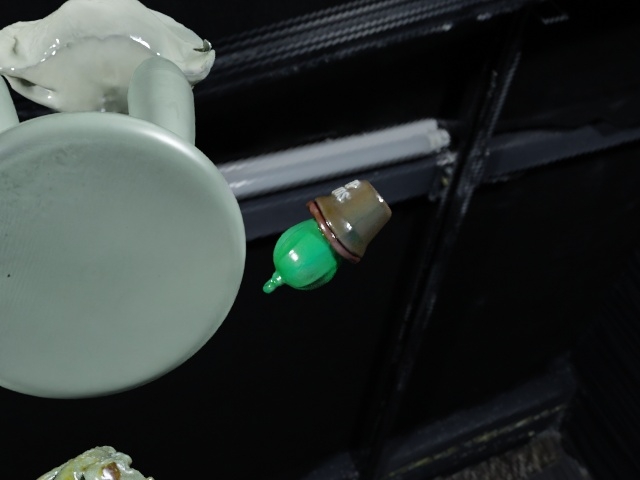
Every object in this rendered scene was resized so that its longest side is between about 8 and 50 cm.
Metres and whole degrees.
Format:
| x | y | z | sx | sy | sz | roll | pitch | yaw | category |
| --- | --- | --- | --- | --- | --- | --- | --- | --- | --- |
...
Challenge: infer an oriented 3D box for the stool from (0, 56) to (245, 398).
| x | y | z | sx | sy | sz | roll | pitch | yaw | category |
| --- | --- | --- | --- | --- | --- | --- | --- | --- | --- |
| -0.167 | -0.025 | 0.574 | 0.195 | 0.199 | 0.195 | -2 | -60 | -20 | stool |

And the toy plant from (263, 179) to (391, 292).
| x | y | z | sx | sy | sz | roll | pitch | yaw | category |
| --- | --- | --- | --- | --- | --- | --- | --- | --- | --- |
| 0.000 | 0.000 | 1.122 | 0.200 | 0.143 | 0.105 | -36 | -78 | 1 | toy plant |

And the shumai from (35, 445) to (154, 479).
| x | y | z | sx | sy | sz | roll | pitch | yaw | category |
| --- | --- | --- | --- | --- | --- | --- | --- | --- | --- |
| -0.242 | 0.316 | 0.883 | 0.184 | 0.142 | 0.184 | -42 | -23 | -22 | shumai |

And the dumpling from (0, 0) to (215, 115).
| x | y | z | sx | sy | sz | roll | pitch | yaw | category |
| --- | --- | --- | --- | --- | --- | --- | --- | --- | --- |
| -0.203 | -0.180 | 0.767 | 0.181 | 0.155 | 0.111 | 26 | -61 | -28 | dumpling |
